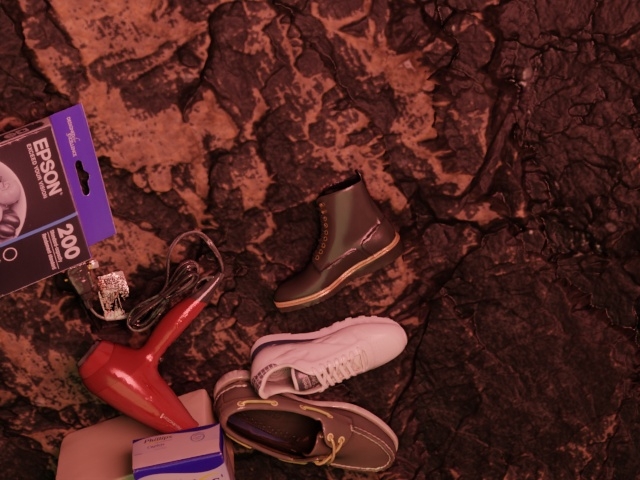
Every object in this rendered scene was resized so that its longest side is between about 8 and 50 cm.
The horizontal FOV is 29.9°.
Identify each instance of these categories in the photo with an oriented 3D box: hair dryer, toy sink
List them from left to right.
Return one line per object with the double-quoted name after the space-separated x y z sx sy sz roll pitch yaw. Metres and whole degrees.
-0.254 0.346 1.775 0.234 0.152 0.131 -19 118 4 "toy sink"
-0.231 0.146 1.666 0.224 0.080 0.293 -10 99 2 "hair dryer"

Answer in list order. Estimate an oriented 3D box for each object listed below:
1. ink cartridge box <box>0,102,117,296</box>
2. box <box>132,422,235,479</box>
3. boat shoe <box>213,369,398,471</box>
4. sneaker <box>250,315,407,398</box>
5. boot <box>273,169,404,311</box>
-0.371 -0.049 1.558 0.208 0.045 0.206 -26 125 -25 "ink cartridge box"
-0.183 0.334 1.648 0.126 0.072 0.137 -12 118 0 "box"
-0.019 0.291 1.800 0.305 0.091 0.109 23 114 -16 "boat shoe"
0.014 0.178 1.742 0.235 0.095 0.090 -14 117 1 "sneaker"
0.000 0.000 1.665 0.198 0.077 0.137 -31 113 -4 "boot"
